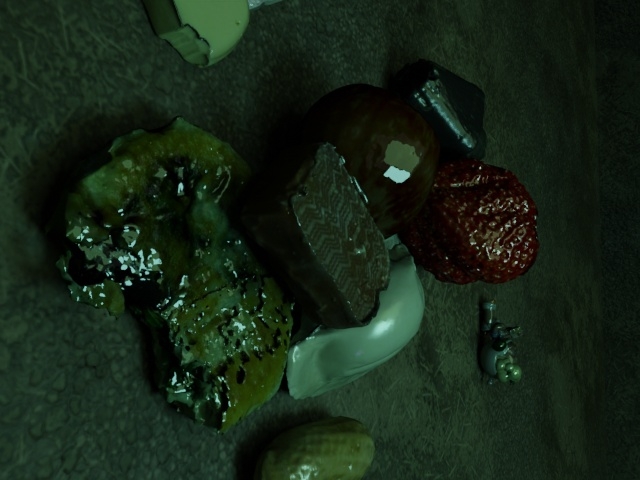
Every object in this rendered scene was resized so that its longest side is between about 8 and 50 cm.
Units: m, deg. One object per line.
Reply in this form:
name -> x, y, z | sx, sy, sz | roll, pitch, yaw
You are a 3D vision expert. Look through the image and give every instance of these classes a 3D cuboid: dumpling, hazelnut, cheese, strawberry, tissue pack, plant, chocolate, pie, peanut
dumpling -> 0.046, 0.128, 0.939 | 0.175, 0.243, 0.227 | -116, -161, -45
hazelnut -> 0.067, -0.101, 0.911 | 0.234, 0.218, 0.218 | 50, 48, -38
cheese -> -0.116, -0.301, 0.815 | 0.255, 0.050, 0.127 | -42, 119, -50
strawberry -> 0.259, -0.042, 1.174 | 0.288, 0.250, 0.239 | 20, 69, -35
tissue pack -> 0.108, 0.008, 1.129 | 0.108, 0.023, 0.056 | -36, 115, -51
plant -> 0.238, -0.234, 1.248 | 0.256, 0.141, 0.165 | 39, 54, -42
chocolate -> 0.000, 0.000, 0.783 | 0.214, 0.093, 0.148 | 61, 39, -30
pie -> -0.131, 0.034, 0.728 | 0.371, 0.078, 0.297 | 61, 39, -33
peanut -> -0.003, 0.298, 0.866 | 0.226, 0.095, 0.108 | 10, 74, -54

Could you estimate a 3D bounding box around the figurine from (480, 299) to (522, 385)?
figurine -> 0.418, 0.237, 1.494 | 0.147, 0.093, 0.197 | 29, 61, -63
